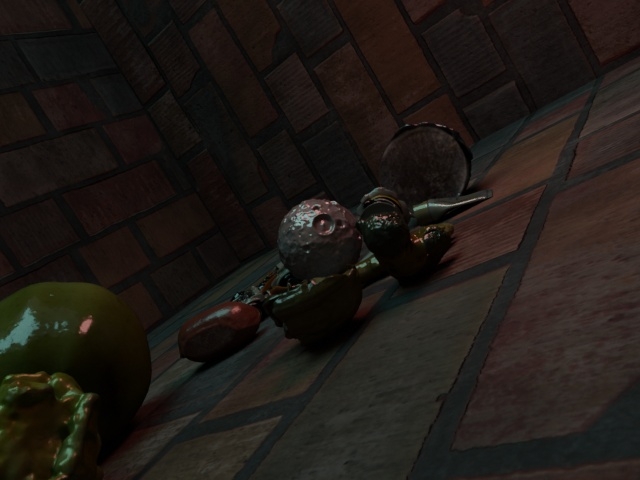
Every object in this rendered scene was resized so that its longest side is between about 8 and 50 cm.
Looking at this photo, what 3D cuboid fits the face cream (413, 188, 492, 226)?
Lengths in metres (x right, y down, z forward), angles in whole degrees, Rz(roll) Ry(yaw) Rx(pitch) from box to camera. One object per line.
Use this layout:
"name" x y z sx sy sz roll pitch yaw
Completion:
"face cream" 0.386 -0.107 1.639 0.224 0.070 0.114 -20 10 20

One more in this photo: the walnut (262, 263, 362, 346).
"walnut" -0.005 0.137 1.175 0.204 0.141 0.238 -21 1 -13

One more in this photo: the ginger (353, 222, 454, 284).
"ginger" 0.187 0.036 1.379 0.298 0.065 0.118 -27 -6 22

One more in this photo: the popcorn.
"popcorn" -0.531 0.398 1.014 0.312 0.312 0.312 -31 6 4

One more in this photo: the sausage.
"sausage" -0.294 0.257 1.594 0.254 0.148 0.148 -29 6 13

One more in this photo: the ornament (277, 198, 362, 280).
"ornament" 0.000 0.000 1.680 0.259 0.259 0.225 -33 -18 -17

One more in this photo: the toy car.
"toy car" -0.179 0.174 1.830 0.301 0.118 0.193 -35 9 -9

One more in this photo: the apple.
"apple" -0.638 0.328 1.369 0.473 0.474 0.473 -31 6 4

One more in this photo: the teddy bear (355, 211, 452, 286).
"teddy bear" 0.162 0.008 1.195 0.177 0.190 0.140 6 63 49

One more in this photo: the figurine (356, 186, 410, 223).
"figurine" 0.188 -0.062 1.629 0.133 0.176 0.236 -42 6 14

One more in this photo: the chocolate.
"chocolate" 0.358 -0.220 1.825 0.303 0.303 0.213 -28 -11 24

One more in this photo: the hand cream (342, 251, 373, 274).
"hand cream" 0.105 0.085 1.536 0.320 0.067 0.109 -36 4 28
